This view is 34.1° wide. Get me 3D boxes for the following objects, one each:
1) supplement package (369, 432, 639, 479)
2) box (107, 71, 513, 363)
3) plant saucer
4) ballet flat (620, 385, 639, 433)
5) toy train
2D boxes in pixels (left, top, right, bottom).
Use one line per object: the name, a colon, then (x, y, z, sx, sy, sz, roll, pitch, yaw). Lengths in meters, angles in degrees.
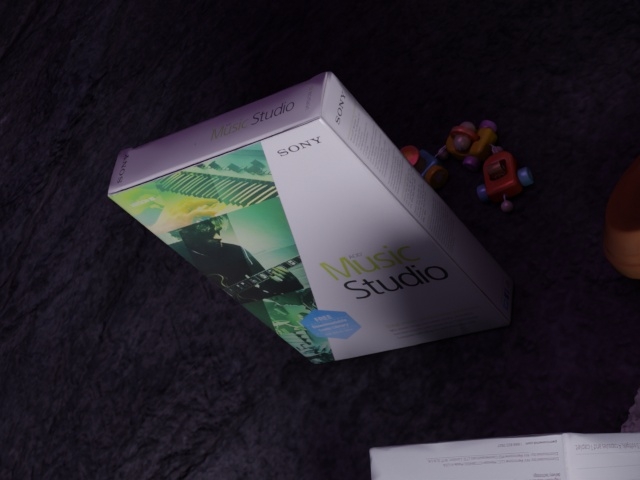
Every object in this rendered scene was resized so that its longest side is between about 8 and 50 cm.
supplement package: (0.153, 0.230, 0.674, 0.149, 0.194, 0.203, -14, 74, 41)
box: (0.000, 0.000, 0.948, 0.232, 0.322, 0.058, -16, 46, 33)
plant saucer: (0.312, -0.053, 0.870, 0.200, 0.037, 0.200, -45, 13, 14)
ballet flat: (0.338, 0.045, 0.764, 0.409, 0.147, 0.147, -51, 40, -2)
toy train: (0.138, -0.072, 1.097, 0.166, 0.046, 0.125, -19, 48, 29)
